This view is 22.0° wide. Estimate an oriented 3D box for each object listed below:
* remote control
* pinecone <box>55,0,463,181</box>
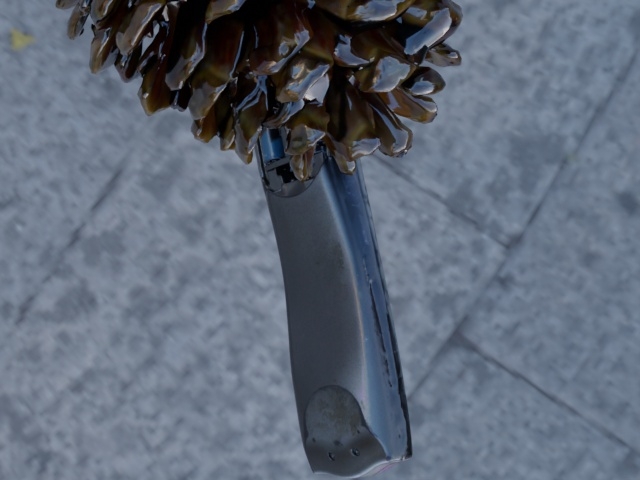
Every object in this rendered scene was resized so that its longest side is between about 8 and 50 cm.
[{"bbox_3d":[0.000,0.000,0.734,0.028,0.059,0.212,-2,79,-47],"label":"remote control"},{"bbox_3d":[-0.018,-0.103,0.640,0.173,0.173,0.173,-11,115,-25],"label":"pinecone"}]
